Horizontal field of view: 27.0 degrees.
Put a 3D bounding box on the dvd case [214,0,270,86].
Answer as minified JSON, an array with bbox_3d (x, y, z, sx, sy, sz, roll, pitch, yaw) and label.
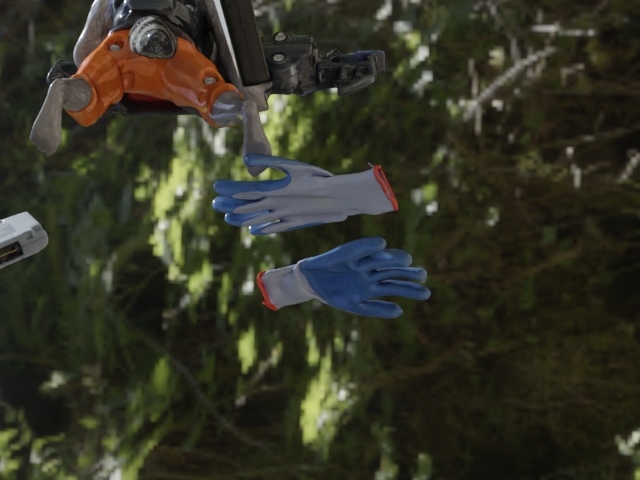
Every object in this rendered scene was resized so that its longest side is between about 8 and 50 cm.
[{"bbox_3d":[-0.081,-0.243,0.827,0.180,0.022,0.253,-108,4,-53],"label":"dvd case"}]

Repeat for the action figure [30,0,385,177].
[{"bbox_3d":[-0.106,-0.188,1.262,0.330,0.341,0.178,-97,2,-56],"label":"action figure"}]

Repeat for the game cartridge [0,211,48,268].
[{"bbox_3d":[-0.198,0.009,0.755,0.056,0.083,0.017,33,144,62],"label":"game cartridge"}]

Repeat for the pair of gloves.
[{"bbox_3d":[0.000,0.000,1.117,0.023,0.159,0.198,-75,-30,-42],"label":"pair of gloves"}]
